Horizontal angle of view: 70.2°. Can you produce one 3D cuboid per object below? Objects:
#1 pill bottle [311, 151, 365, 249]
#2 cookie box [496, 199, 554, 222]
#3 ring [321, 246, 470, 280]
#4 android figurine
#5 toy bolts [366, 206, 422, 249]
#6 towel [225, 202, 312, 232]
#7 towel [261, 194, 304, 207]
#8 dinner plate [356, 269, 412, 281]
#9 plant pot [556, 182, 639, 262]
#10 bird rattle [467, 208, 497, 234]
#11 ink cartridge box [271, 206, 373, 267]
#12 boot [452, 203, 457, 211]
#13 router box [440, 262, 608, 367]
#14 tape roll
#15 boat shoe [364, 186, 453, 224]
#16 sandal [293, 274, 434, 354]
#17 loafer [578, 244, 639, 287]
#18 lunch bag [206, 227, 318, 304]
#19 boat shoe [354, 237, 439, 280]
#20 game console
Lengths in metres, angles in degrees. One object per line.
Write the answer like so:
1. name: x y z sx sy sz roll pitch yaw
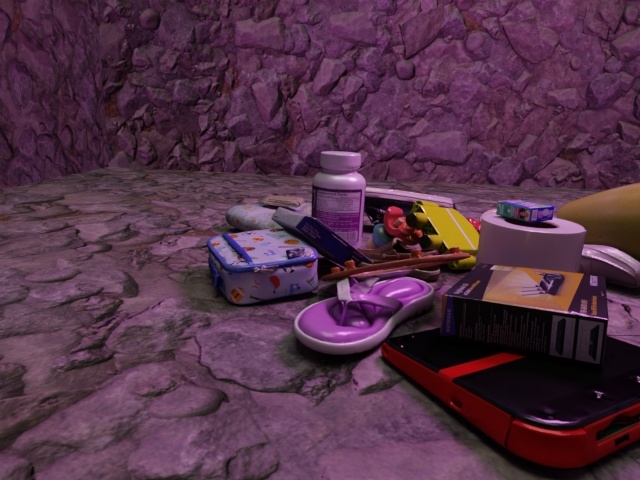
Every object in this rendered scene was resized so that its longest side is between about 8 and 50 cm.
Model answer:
1. pill bottle: 0.055 -0.123 1.430 0.169 0.302 0.169 3 14 -1
2. cookie box: 0.534 -0.078 1.194 0.091 0.040 0.107 -6 16 -28
3. ring: 0.166 0.053 1.036 0.336 0.032 0.336 -9 -7 -1
4. android figurine: 0.372 -0.022 1.341 0.272 0.056 0.248 1 50 -40
5. toy bolts: 0.257 0.010 1.397 0.228 0.158 0.218 4 51 -38
6. towel: -0.102 -0.074 1.643 0.374 0.090 0.320 -12 20 -43
7. towel: -0.138 -0.145 1.683 0.148 0.027 0.110 4 14 5
8. dinner plate: 0.156 0.090 1.123 0.141 0.017 0.141 -8 -9 -1
9. plant pot: 0.848 -0.037 1.298 0.274 0.275 0.293 -9 8 -39
10. bird rattle: 0.615 -0.041 1.552 0.253 0.143 0.207 -1 29 26
11. ink cartridge box: 0.000 0.000 1.211 0.223 0.045 0.224 37 -8 -28
12. boot: 0.449 -0.123 1.909 0.207 0.094 0.246 -2 22 -4
13. router box: 0.384 0.118 0.841 0.242 0.081 0.308 5 11 30
14. tape roll: 0.535 0.033 1.184 0.246 0.169 0.246 3 15 -1
15. boat shoe: 0.241 -0.120 1.722 0.499 0.156 0.187 9 9 4
16. sandal: 0.095 0.113 0.919 0.169 0.102 0.416 13 16 34
17. loafer: 0.720 0.064 1.264 0.111 0.112 0.319 -41 32 -15
18. lunch bag: -0.150 0.053 1.103 0.243 0.115 0.303 -6 16 -23
19. boat shoe: 0.202 0.037 1.250 0.257 0.095 0.095 9 16 24
20. game console: 0.344 0.206 0.734 0.386 0.060 0.342 -4 10 -28
